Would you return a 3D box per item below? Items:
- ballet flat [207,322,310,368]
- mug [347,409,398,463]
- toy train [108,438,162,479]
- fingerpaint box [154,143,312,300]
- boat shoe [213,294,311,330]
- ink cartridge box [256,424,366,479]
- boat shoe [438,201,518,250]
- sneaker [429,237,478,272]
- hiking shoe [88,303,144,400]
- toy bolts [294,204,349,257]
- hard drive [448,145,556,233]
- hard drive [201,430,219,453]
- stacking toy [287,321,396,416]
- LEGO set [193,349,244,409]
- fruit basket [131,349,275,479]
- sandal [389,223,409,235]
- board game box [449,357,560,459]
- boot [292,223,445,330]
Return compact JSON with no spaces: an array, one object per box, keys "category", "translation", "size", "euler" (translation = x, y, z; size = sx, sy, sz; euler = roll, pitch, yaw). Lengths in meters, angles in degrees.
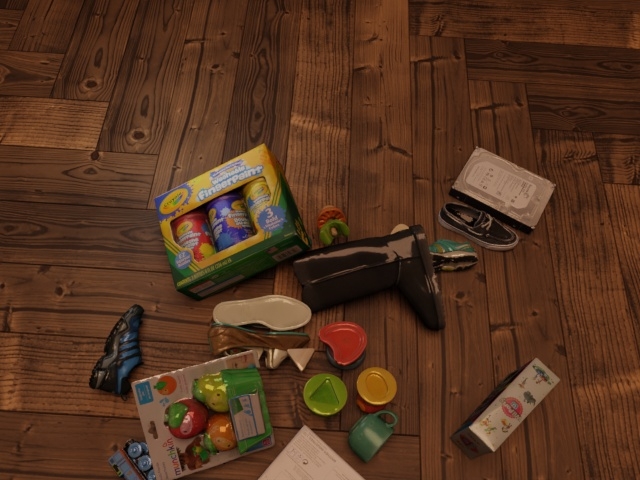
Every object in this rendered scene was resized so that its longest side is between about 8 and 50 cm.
[{"category":"ballet flat","translation":[-0.192,0.340,1.764],"size":[0.343,0.116,0.124],"euler":[12,67,-29]},{"category":"mug","translation":[0.154,0.576,1.683],"size":[0.097,0.129,0.158],"euler":[40,65,19]},{"category":"toy train","translation":[-0.531,0.675,1.640],"size":[0.105,0.080,0.184],"euler":[-41,73,-11]},{"category":"fingerpaint box","translation":[-0.306,-0.060,1.900],"size":[0.445,0.163,0.370],"euler":[-24,64,9]},{"category":"boat shoe","translation":[-0.190,0.236,1.858],"size":[0.320,0.099,0.116],"euler":[-1,90,0]},{"category":"ink cartridge box","translation":[-0.079,0.764,1.565],"size":[0.270,0.151,0.395],"euler":[38,66,17]},{"category":"boat shoe","translation":[0.582,-0.060,2.041],"size":[0.301,0.102,0.108],"euler":[26,65,11]},{"category":"sneaker","translation":[0.420,0.050,1.997],"size":[0.276,0.107,0.109],"euler":[1,45,-8]},{"category":"hiking shoe","translation":[-0.626,0.353,1.803],"size":[0.132,0.113,0.303],"euler":[30,55,-20]},{"category":"toy bolts","translation":[0.000,0.000,1.985],"size":[0.229,0.218,0.158],"euler":[-22,35,6]},{"category":"hard drive","translation":[0.696,-0.196,2.139],"size":[0.339,0.064,0.236],"euler":[30,66,12]},{"category":"hard drive","translation":[-0.331,0.609,1.708],"size":[0.135,0.022,0.094],"euler":[21,64,9]},{"category":"stacking toy","translation":[0.058,0.430,1.762],"size":[0.280,0.130,0.308],"euler":[-17,53,-16]},{"category":"LEGO set","translation":[-0.300,0.404,1.768],"size":[0.132,0.107,0.286],"euler":[24,65,10]},{"category":"fruit basket","translation":[-0.321,0.506,1.592],"size":[0.353,0.165,0.326],"euler":[-14,103,-20]},{"category":"sandal","translation":[0.273,0.025,1.999],"size":[0.088,0.079,0.240],"euler":[23,64,10]},{"category":"board game box","translation":[0.547,0.507,1.679],"size":[0.303,0.224,0.097],"euler":[-39,71,-20]},{"category":"boot","translation":[0.161,0.171,1.871],"size":[0.446,0.146,0.366],"euler":[-15,89,-1]}]
